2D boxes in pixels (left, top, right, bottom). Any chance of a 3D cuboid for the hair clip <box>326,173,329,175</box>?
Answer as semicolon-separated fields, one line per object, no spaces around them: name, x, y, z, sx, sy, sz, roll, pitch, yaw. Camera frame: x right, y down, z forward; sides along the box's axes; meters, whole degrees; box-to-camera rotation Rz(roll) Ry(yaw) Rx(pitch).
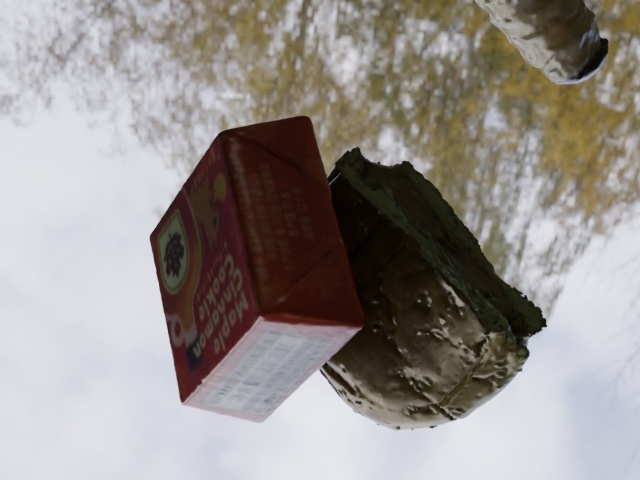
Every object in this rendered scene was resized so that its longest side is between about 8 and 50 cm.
hair clip;-0.010;0.005;1.473;0.102;0.138;0.123;-19;-164;7

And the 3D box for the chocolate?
chocolate;-0.072;0.032;1.301;0.108;0.237;0.234;2;-119;-31

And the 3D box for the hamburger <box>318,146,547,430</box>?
hamburger;0.069;0.061;1.328;0.132;0.211;0.309;-2;-137;-46

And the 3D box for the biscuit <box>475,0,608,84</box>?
biscuit;0.098;-0.185;0.800;0.219;0.055;0.061;47;-130;-21
